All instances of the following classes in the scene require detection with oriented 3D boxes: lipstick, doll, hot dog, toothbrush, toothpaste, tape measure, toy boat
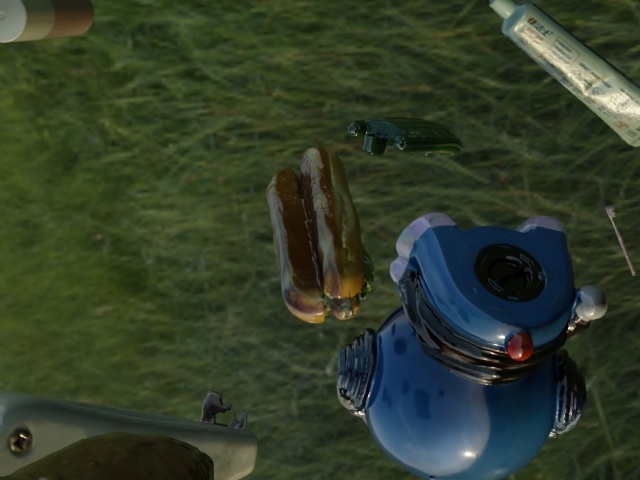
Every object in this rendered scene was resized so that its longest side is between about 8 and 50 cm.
[{"bbox_3d":[-0.385,-0.310,1.651,0.254,0.070,0.070,-52,-40,-75],"label":"lipstick"},{"bbox_3d":[0.168,0.136,1.360,0.310,0.284,0.240,107,172,-46],"label":"doll"},{"bbox_3d":[0.000,0.000,1.688,0.135,0.100,0.337,-34,37,17],"label":"hot dog"},{"bbox_3d":[0.372,0.000,1.490,0.008,0.006,0.097,-9,111,47],"label":"toothbrush"},{"bbox_3d":[0.295,-0.195,1.373,0.069,0.268,0.047,-47,18,24],"label":"toothpaste"},{"bbox_3d":[-0.193,0.239,0.983,0.130,0.258,0.265,-2,76,50],"label":"tape measure"},{"bbox_3d":[0.124,-0.140,1.640,0.104,0.210,0.052,17,102,33],"label":"toy boat"}]

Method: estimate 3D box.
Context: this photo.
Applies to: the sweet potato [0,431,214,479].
[{"bbox_3d":[-0.137,0.178,0.672,0.131,0.337,0.131,0,90,21],"label":"sweet potato"}]
